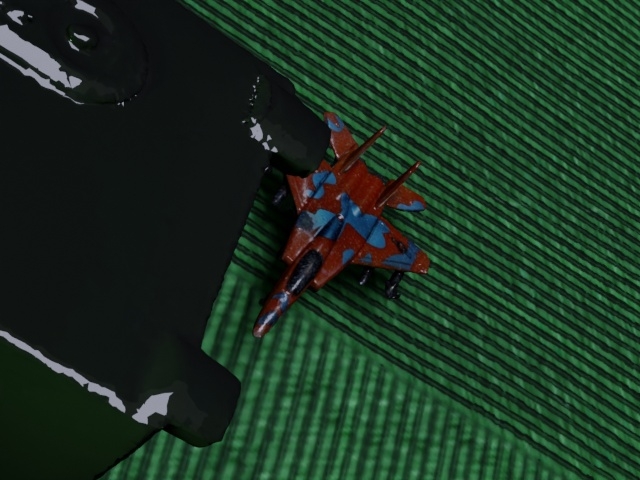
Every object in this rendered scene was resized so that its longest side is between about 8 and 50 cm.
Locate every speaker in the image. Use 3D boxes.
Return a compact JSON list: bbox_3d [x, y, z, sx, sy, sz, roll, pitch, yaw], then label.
[{"bbox_3d":[-0.161,-0.012,0.799,0.254,0.184,0.232,34,48,-16],"label":"speaker"}]

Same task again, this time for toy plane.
[{"bbox_3d":[-0.002,0.001,1.005,0.130,0.061,0.189,45,50,-9],"label":"toy plane"}]
